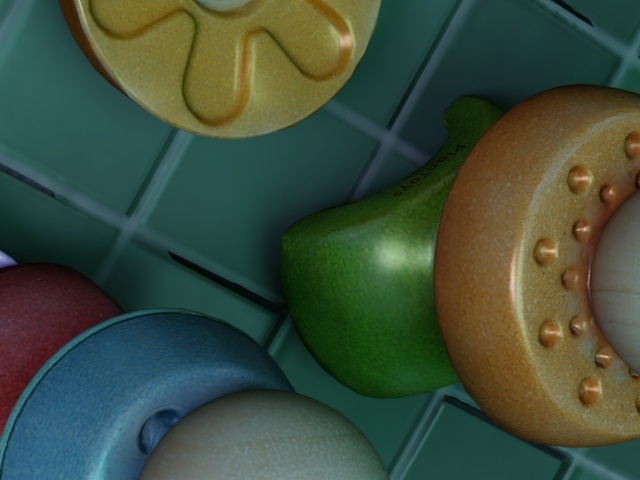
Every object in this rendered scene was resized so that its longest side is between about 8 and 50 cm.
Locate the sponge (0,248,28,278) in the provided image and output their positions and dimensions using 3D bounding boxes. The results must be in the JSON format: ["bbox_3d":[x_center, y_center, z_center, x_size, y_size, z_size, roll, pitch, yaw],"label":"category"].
[{"bbox_3d":[-0.173,0.068,0.515,0.210,0.031,0.117,-49,117,-6],"label":"sponge"}]

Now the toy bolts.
[{"bbox_3d":[0.000,0.000,0.479,0.228,0.158,0.218,-42,114,-23],"label":"toy bolts"}]
